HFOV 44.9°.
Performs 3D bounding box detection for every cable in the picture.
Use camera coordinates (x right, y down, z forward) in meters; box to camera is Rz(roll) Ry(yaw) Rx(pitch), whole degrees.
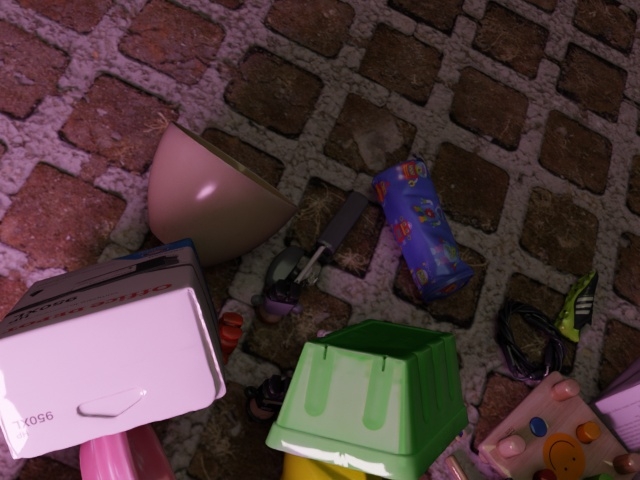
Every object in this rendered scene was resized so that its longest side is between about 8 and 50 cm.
[{"bbox_3d":[0.447,0.205,1.643,0.151,0.047,0.184,-7,67,-22],"label":"cable"}]

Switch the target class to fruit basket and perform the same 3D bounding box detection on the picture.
[{"bbox_3d":[0.071,0.331,1.282,0.283,0.392,0.392,8,57,23],"label":"fruit basket"}]

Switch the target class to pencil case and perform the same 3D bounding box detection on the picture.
[{"bbox_3d":[0.217,-0.024,1.632,0.133,0.119,0.306,-9,68,-34],"label":"pencil case"}]

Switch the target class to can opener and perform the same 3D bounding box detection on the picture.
[{"bbox_3d":[0.000,0.000,1.569,0.093,0.074,0.280,39,59,3],"label":"can opener"}]

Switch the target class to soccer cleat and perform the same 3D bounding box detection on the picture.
[{"bbox_3d":[0.577,0.146,1.716,0.072,0.060,0.179,41,65,-8],"label":"soccer cleat"}]

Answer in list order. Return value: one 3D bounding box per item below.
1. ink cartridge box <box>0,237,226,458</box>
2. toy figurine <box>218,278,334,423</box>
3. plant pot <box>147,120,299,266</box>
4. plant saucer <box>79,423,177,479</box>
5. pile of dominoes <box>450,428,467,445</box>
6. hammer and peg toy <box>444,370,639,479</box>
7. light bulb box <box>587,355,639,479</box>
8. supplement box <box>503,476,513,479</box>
[{"bbox_3d":[-0.305,0.137,1.163,0.286,0.395,0.166,-16,102,-7],"label":"ink cartridge box"},{"bbox_3d":[-0.087,0.200,1.410,0.213,0.148,0.210,47,54,9],"label":"toy figurine"},{"bbox_3d":[-0.211,-0.065,1.442,0.284,0.284,0.191,36,94,0],"label":"plant pot"},{"bbox_3d":[-0.268,0.395,1.153,0.084,0.332,0.332,-23,74,-7],"label":"plant saucer"},{"bbox_3d":[0.158,0.303,1.499,0.196,0.040,0.251,-21,73,-27],"label":"pile of dominoes"},{"bbox_3d":[0.422,0.442,1.473,0.361,0.127,0.266,-33,80,-29],"label":"hammer and peg toy"},{"bbox_3d":[0.808,0.377,1.584,0.358,0.225,0.361,-30,77,-29],"label":"light bulb box"},{"bbox_3d":[0.229,0.565,1.228,0.194,0.195,0.357,56,32,12],"label":"supplement box"}]
